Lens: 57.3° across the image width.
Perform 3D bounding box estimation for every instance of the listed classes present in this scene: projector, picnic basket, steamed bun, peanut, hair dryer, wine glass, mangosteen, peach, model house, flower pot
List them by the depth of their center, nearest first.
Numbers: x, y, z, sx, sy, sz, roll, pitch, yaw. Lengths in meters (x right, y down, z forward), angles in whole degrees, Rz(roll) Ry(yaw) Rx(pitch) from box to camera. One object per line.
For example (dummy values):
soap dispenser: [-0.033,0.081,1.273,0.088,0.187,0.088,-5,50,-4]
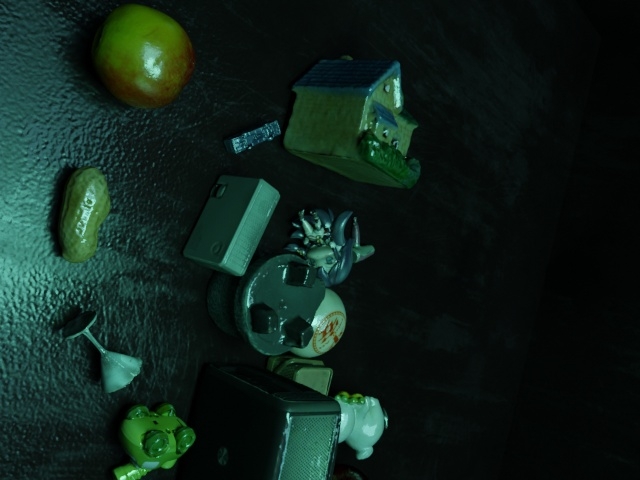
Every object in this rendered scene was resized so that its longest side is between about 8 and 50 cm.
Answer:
peanut: [-0.540,-0.058,1.341,0.108,0.095,0.225,12,88,-47]
peach: [-0.405,-0.420,1.344,0.231,0.231,0.230,-8,101,-43]
wine glass: [-0.524,0.262,1.395,0.122,0.122,0.183,-47,122,-29]
projector: [-0.237,-0.042,1.569,0.099,0.192,0.256,37,71,-45]
projector: [-0.166,0.569,1.580,0.242,0.395,0.405,14,86,-42]
flower pot: [-0.130,0.161,1.635,0.299,0.283,0.299,-7,100,-42]
model house: [0.145,-0.372,1.798,0.382,0.335,0.342,18,85,-54]
picnic basket: [-0.084,0.487,1.813,0.165,0.139,0.266,12,91,-44]
steamed bun: [-0.010,0.265,1.817,0.232,0.145,0.231,-26,134,-30]
mangosteen: [0.067,0.901,1.995,0.235,0.235,0.261,-32,150,-36]
hair dryer: [0.133,-0.008,2.026,0.106,0.054,0.154,-22,107,-44]

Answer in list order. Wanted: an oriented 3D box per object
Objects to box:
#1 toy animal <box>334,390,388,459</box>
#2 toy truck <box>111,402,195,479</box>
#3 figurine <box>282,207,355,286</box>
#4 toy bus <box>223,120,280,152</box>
toy animal: [0.064,0.620,1.953,0.310,0.183,0.247,10,89,-44]
toy truck: [-0.431,0.529,1.509,0.187,0.148,0.210,-5,120,-47]
figurine: [0.011,0.011,1.830,0.197,0.175,0.265,-20,117,-45]
toy bus: [-0.193,-0.294,1.659,0.166,0.065,0.047,-31,116,-34]
